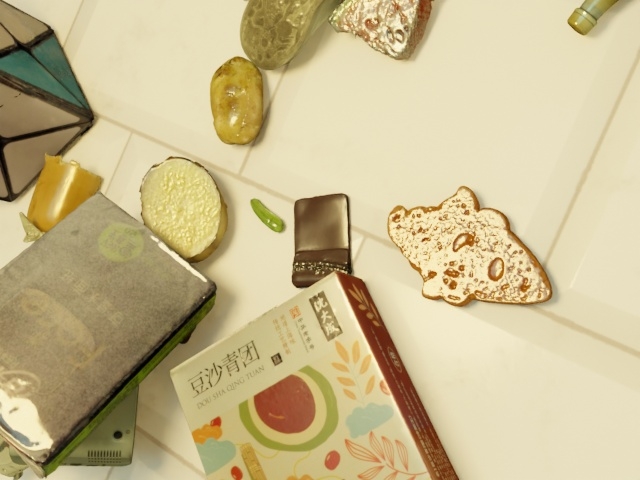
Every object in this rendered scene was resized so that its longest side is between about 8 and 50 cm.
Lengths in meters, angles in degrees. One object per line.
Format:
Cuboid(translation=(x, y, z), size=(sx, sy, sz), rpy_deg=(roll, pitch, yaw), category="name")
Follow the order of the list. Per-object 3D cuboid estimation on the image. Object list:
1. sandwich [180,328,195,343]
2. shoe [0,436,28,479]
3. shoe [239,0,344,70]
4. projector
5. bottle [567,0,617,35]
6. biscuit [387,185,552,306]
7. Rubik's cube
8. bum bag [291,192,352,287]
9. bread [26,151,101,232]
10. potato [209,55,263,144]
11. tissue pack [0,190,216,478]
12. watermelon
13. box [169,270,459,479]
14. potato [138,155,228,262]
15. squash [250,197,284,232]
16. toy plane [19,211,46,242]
Cuboid(translation=(-0.258, 0.122, 1.365), size=(0.067, 0.029, 0.135), rpy_deg=(-30, 70, 24), category="sandwich")
Cuboid(translation=(-0.543, 0.369, 1.417), size=(0.342, 0.132, 0.211), rpy_deg=(23, 109, 18), category="shoe")
Cuboid(translation=(-0.012, -0.437, 1.294), size=(0.124, 0.159, 0.316), rpy_deg=(46, 130, -6), category="shoe")
Cuboid(translation=(-0.413, 0.256, 1.292), size=(0.198, 0.108, 0.251), rpy_deg=(6, 59, -12), category="projector")
Cuboid(translation=(0.461, -0.414, 1.074), size=(0.083, 0.083, 0.270), rpy_deg=(45, 106, 26), category="bottle")
Cuboid(translation=(0.224, 0.018, 1.135), size=(0.280, 0.043, 0.183), rpy_deg=(26, 97, 23), category="biscuit")
Cuboid(translation=(-0.694, -0.303, 1.517), size=(0.310, 0.305, 0.307), rpy_deg=(-40, 63, 18), category="Rubik's cube")
Cuboid(translation=(0.000, 0.000, 1.259), size=(0.109, 0.026, 0.159), rpy_deg=(-7, 77, 26), category="bum bag")
Cuboid(translation=(-0.528, -0.082, 1.507), size=(0.134, 0.085, 0.173), rpy_deg=(16, 88, 28), category="bread")
Cuboid(translation=(-0.153, -0.254, 1.355), size=(0.107, 0.080, 0.171), rpy_deg=(-8, 78, 38), category="potato")
Cuboid(translation=(-0.403, 0.140, 1.220), size=(0.288, 0.124, 0.394), rpy_deg=(38, 61, 10), category="tissue pack")
Cuboid(translation=(0.116, -0.363, 1.250), size=(0.187, 0.071, 0.139), rpy_deg=(-17, 87, 27), category="watermelon")
Cuboid(translation=(-0.014, 0.301, 1.156), size=(0.344, 0.122, 0.385), rpy_deg=(-33, 68, 18), category="box")
Cuboid(translation=(-0.244, -0.053, 1.364), size=(0.164, 0.081, 0.200), rpy_deg=(-28, 72, 10), category="potato")
Cuboid(translation=(-0.097, -0.044, 1.318), size=(0.089, 0.027, 0.027), rpy_deg=(40, 99, 28), category="squash")
Cuboid(translation=(-0.440, 0.005, 1.419), size=(0.286, 0.092, 0.108), rpy_deg=(7, 48, 2), category="toy plane")
